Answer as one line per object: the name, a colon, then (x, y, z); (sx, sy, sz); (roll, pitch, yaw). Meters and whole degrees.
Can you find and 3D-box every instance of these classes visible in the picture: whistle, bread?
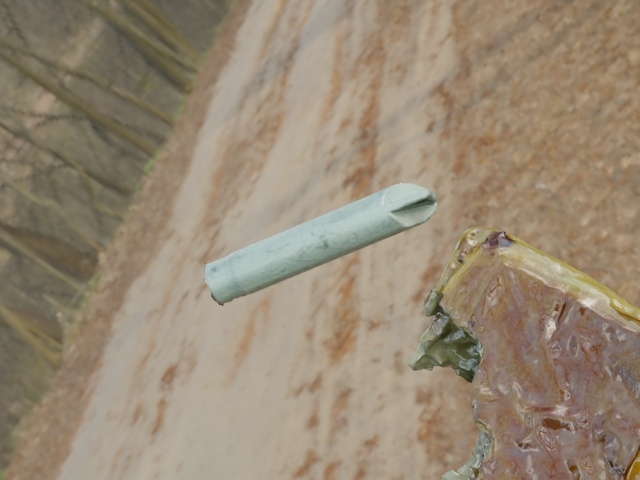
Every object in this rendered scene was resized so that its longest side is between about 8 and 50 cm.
whistle: (0.000, 0.000, 1.485); (0.312, 0.062, 0.062); (-23, 25, 13)
bread: (0.267, 0.188, 1.365); (0.370, 0.191, 0.314); (28, 94, 38)
